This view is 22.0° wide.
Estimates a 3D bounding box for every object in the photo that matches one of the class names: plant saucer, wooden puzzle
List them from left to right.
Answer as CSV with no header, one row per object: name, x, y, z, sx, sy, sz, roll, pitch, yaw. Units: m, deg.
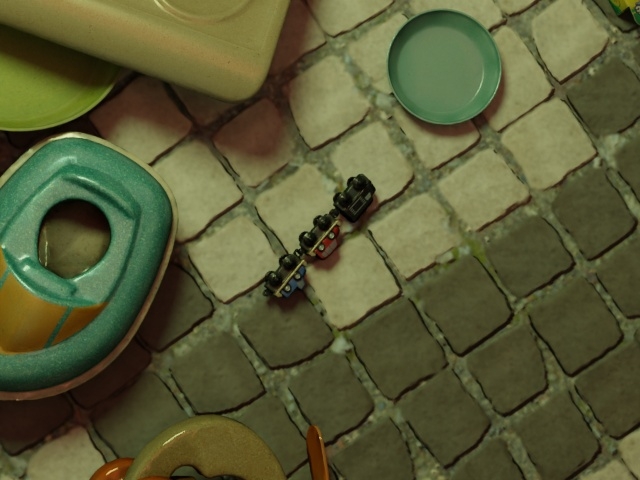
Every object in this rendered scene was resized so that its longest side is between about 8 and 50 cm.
plant saucer,-0.303,-0.210,1.586,0.241,0.037,0.241,7,69,-20
wooden puzzle,-0.168,-0.330,1.605,0.322,0.080,0.348,19,72,-7
plant saucer,0.124,-0.175,1.676,0.119,0.021,0.119,1,85,-8

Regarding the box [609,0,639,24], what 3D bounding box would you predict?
box,0.323,-0.316,1.707,0.105,0.043,0.179,-29,87,-10

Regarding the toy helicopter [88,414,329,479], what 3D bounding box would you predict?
toy helicopter,-0.058,0.331,1.571,0.235,0.140,0.355,-24,99,-18

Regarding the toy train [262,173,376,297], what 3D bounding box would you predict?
toy train,0.000,0.000,1.642,0.036,0.027,0.158,43,80,-13

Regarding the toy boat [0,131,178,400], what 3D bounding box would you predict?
toy boat,-0.306,0.000,1.538,0.318,0.148,0.267,26,82,-5
